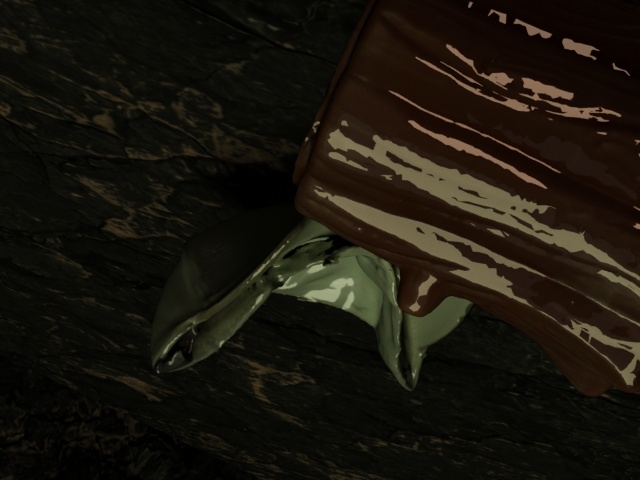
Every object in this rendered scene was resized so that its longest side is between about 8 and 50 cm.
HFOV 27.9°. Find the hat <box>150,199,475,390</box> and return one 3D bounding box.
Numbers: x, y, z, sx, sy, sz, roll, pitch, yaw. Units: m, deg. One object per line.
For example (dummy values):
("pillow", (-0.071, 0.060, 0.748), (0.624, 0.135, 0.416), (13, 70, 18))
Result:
("hat", (-0.001, 0.008, 1.115), (0.258, 0.168, 0.301), (7, 143, -28))

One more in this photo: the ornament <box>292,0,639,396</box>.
("ornament", (0.117, -0.061, 0.731), (0.218, 0.221, 0.235), (25, 119, 2))
